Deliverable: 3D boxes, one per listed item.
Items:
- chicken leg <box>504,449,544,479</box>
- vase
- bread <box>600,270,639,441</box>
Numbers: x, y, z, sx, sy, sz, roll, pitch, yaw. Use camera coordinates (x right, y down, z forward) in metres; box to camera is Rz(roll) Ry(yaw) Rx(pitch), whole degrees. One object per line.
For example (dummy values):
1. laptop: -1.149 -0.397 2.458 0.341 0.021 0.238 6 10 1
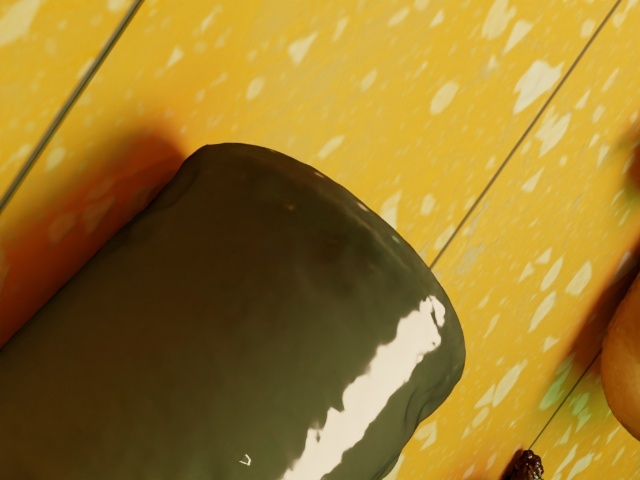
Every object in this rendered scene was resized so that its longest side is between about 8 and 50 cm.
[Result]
1. chicken leg: 0.192 0.259 1.752 0.037 0.062 0.145 1 133 -14
2. vase: -0.073 0.111 0.873 0.291 0.245 0.245 -47 156 -22
3. bread: 0.386 0.050 1.703 0.328 0.148 0.337 -52 158 10
